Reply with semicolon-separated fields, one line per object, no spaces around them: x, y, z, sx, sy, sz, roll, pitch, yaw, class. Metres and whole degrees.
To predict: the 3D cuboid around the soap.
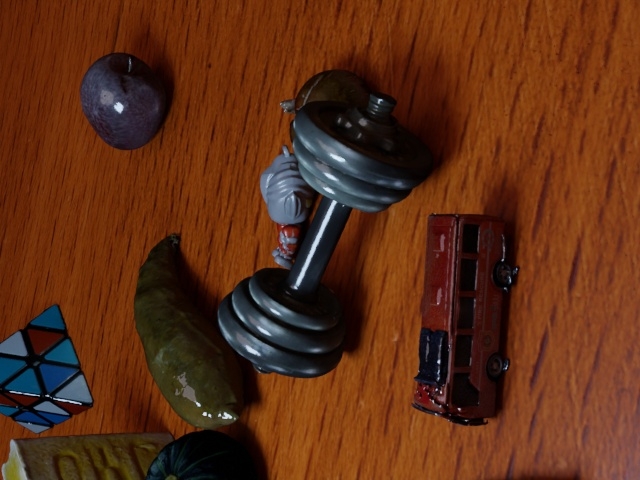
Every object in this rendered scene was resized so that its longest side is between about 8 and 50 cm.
-0.347;0.388;1.585;0.173;0.274;0.089;54;128;41;soap

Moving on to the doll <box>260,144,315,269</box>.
-0.047;-0.048;1.415;0.094;0.079;0.180;-117;29;-68;doll

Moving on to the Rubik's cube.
-0.554;0.289;1.971;0.234;0.250;0.284;15;94;33;Rubik's cube

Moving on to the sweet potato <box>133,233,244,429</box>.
-0.222;0.145;1.583;0.130;0.130;0.422;-62;37;27;sweet potato

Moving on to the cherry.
-0.353;-0.246;1.777;0.176;0.140;0.176;18;115;46;cherry

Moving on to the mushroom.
0.003;-0.167;1.353;0.170;0.080;0.135;23;94;48;mushroom

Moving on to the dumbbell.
0.000;0.000;1.256;0.179;0.179;0.406;49;124;43;dumbbell

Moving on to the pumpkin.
-0.178;0.371;1.470;0.194;0.150;0.194;-5;83;41;pumpkin

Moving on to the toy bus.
0.156;0.086;1.111;0.073;0.096;0.235;4;88;55;toy bus
